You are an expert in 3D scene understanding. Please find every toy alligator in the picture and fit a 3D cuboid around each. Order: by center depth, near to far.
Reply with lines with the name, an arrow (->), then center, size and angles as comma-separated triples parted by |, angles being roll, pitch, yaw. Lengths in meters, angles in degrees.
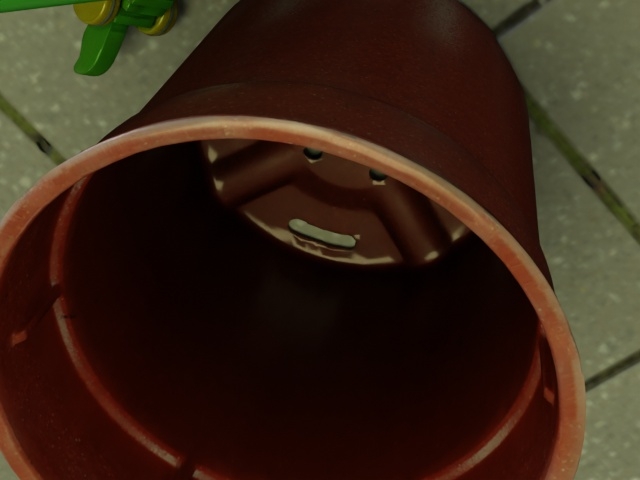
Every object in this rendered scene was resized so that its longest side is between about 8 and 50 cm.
toy alligator -> -0.085, -0.166, 0.785 | 0.190, 0.056, 0.051 | -46, 63, 30

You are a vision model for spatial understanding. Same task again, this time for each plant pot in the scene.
plant pot -> 0.000, 0.000, 0.741 | 0.272, 0.265, 0.272 | 5, 123, 9

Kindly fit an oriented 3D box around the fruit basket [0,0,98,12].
fruit basket -> -0.088, -0.298, 0.623 | 0.392, 0.283, 0.392 | -16, 119, -31
